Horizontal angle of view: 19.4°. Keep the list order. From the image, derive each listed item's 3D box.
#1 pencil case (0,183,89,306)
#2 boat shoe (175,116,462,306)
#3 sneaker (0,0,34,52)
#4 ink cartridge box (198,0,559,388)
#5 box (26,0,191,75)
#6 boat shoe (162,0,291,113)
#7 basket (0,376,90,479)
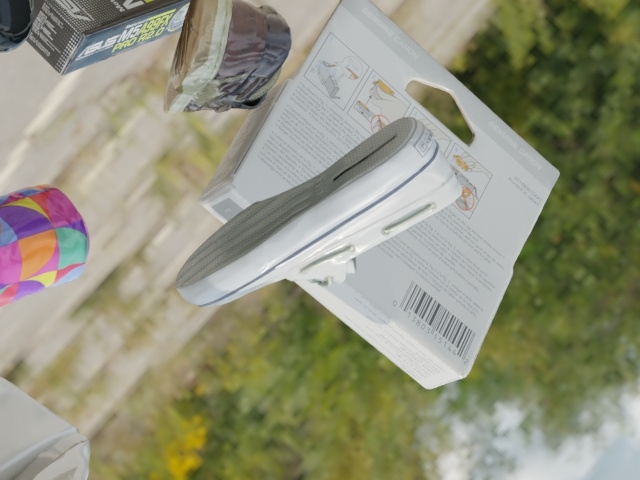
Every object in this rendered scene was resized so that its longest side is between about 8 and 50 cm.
[{"bbox_3d":[-0.320,0.024,1.658,0.236,0.104,0.104,-22,161,-39],"label":"pencil case"},{"bbox_3d":[0.000,0.000,1.367,0.226,0.076,0.083,-30,-156,21],"label":"boat shoe"},{"bbox_3d":[-0.246,-0.277,1.425,0.107,0.124,0.283,-45,132,-53],"label":"sneaker"},{"bbox_3d":[0.064,-0.050,1.768,0.066,0.296,0.261,-25,-150,53],"label":"ink cartridge box"},{"bbox_3d":[-0.277,-0.302,1.928,0.216,0.270,0.060,-29,160,-52],"label":"box"},{"bbox_3d":[-0.079,-0.154,1.608,0.285,0.092,0.103,155,-50,-81],"label":"boat shoe"},{"bbox_3d":[-0.315,0.159,0.871,0.266,0.328,0.331,-53,-168,12],"label":"basket"}]
